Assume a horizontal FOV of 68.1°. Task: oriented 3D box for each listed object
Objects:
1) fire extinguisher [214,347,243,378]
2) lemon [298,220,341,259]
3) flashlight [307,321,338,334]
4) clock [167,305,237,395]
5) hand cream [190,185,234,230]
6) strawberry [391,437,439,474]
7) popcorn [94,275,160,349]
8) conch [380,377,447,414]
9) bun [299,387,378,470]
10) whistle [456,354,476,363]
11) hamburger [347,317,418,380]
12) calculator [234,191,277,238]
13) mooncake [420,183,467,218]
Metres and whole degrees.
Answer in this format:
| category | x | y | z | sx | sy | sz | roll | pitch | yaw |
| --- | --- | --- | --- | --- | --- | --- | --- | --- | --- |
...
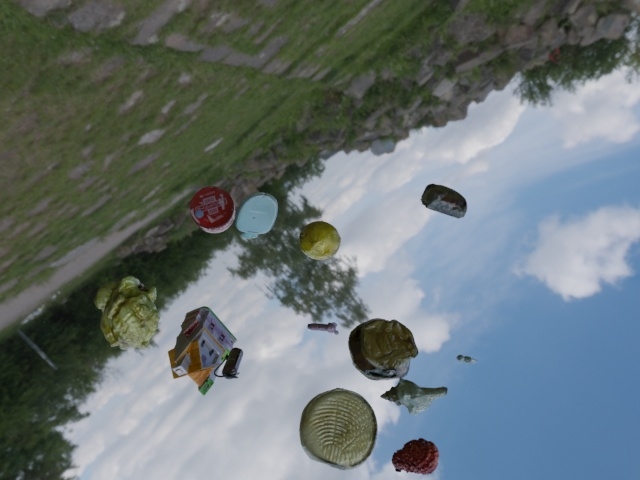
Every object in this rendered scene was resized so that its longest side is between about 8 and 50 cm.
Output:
| category | x | y | z | sx | sy | sz | roll | pitch | yaw |
| --- | --- | --- | --- | --- | --- | --- | --- | --- | --- |
| fire extinguisher | -0.264 | 0.364 | 1.376 | 0.078 | 0.045 | 0.157 | -10 | -167 | 2 |
| lemon | 0.000 | 0.000 | 2.051 | 0.173 | 0.173 | 0.206 | -36 | 161 | 34 |
| flashlight | 0.009 | 0.292 | 1.598 | 0.110 | 0.052 | 0.031 | 0 | -152 | 23 |
| clock | -0.511 | 0.469 | 1.977 | 0.166 | 0.235 | 0.309 | -23 | -153 | 21 |
| hand cream | -0.543 | -0.151 | 2.403 | 0.230 | 0.230 | 0.149 | -43 | 176 | -11 |
| strawberry | 0.340 | 0.789 | 1.727 | 0.188 | 0.082 | 0.121 | -20 | -156 | 22 |
| popcorn | -0.626 | 0.245 | 1.559 | 0.195 | 0.254 | 0.256 | -15 | -177 | -23 |
| conch | 0.340 | 0.595 | 1.771 | 0.234 | 0.137 | 0.114 | 12 | -167 | 28 |
| bun | 0.075 | 0.872 | 2.184 | 0.364 | 0.364 | 0.202 | -45 | 172 | -26 |
| whistle | 0.653 | 0.534 | 2.123 | 0.035 | 0.100 | 0.035 | -167 | -90 | -80 |
| hamburger | 0.258 | 0.459 | 1.987 | 0.265 | 0.285 | 0.134 | -103 | -152 | -47 |
| calculator | -0.297 | -0.106 | 2.186 | 0.042 | 0.184 | 0.295 | -103 | -152 | -41 |
| mooncake | 0.371 | -0.118 | 1.399 | 0.130 | 0.125 | 0.073 | -85 | -167 | -69 |
